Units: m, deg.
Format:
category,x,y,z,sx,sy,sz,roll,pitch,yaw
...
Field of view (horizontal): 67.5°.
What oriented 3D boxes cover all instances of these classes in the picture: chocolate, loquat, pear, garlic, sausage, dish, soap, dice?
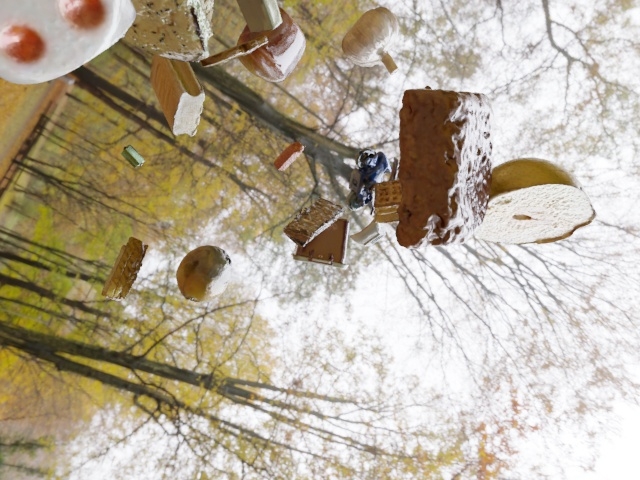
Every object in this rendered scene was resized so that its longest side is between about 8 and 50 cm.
category,x,y,z,sx,sy,sz,roll,pitch,yaw
chocolate,-0.014,-0.056,1.408,0.065,0.102,0.329,-70,169,23
loquat,-0.402,0.113,1.656,0.227,0.179,0.179,-59,-152,29
pear,0.641,-0.141,1.496,0.340,0.386,0.191,129,-34,-54
garlic,0.195,-0.655,1.621,0.218,0.212,0.218,-40,-176,3
sausage,-0.131,-0.363,2.036,0.169,0.065,0.065,-36,-142,43
dish,0.232,-0.030,2.189,0.151,0.212,0.077,-37,-99,14
soap,-0.462,-0.488,1.533,0.274,0.089,0.173,60,-40,30
dice,-0.481,-0.423,0.769,0.259,0.251,0.243,-33,-129,-3

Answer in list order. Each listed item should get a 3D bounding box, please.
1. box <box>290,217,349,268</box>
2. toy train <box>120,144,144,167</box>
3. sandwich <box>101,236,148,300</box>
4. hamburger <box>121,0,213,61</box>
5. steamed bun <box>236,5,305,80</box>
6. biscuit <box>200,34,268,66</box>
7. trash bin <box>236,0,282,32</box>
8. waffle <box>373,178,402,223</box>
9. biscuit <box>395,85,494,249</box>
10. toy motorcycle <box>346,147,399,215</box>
category,x,y,z,sx,sy,sz,roll,pitch,yaw
box,0.000,0.000,1.673,0.294,0.193,0.168,173,-74,-85
toy train,-0.731,-0.326,1.864,0.038,0.093,0.056,-33,-157,15
sandwich,-0.598,0.092,1.461,0.214,0.065,0.186,-10,-123,62
hamburger,-0.401,-0.599,1.162,0.318,0.276,0.195,82,16,-65
steamed bun,-0.203,-0.806,2.002,0.235,0.248,0.379,-59,-165,-2
biscuit,-0.278,-0.599,1.528,0.179,0.039,0.236,8,-144,45
trash bin,-0.108,-0.405,0.808,0.061,0.092,0.043,8,-131,31
waffle,0.342,-0.155,1.721,0.308,0.091,0.213,-7,-151,11
biscuit,0.332,-0.193,1.240,0.166,0.342,0.395,8,-73,31
toy motorcycle,0.233,-0.288,2.231,0.182,0.241,0.319,29,-55,24
